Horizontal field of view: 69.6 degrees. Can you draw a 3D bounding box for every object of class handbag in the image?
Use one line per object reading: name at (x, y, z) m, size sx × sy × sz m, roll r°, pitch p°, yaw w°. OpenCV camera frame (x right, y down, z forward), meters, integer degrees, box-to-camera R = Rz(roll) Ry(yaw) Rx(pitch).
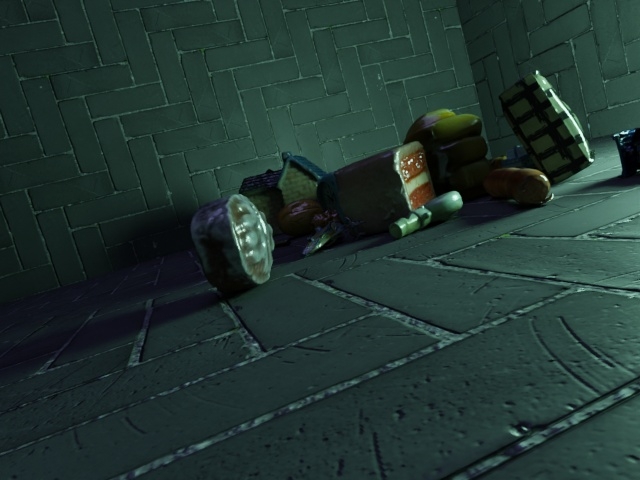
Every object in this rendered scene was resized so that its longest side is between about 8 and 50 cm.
handbag at (0.726, -0.355, 1.455) m, size 0.163 × 0.325 × 0.327 m, roll -33°, pitch -8°, yaw 36°

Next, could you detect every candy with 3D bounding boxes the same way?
candy at (-0.196, 0.007, 1.046) m, size 0.157 × 0.214 × 0.289 m, roll -18°, pitch 4°, yaw 7°

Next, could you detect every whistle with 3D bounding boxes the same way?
whistle at (0.285, -0.067, 1.217) m, size 0.258 × 0.067 × 0.126 m, roll -24°, pitch -3°, yaw -32°

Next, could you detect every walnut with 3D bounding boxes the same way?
walnut at (-0.085, -0.095, 1.938) m, size 0.207 × 0.159 × 0.159 m, roll -25°, pitch 9°, yaw -19°

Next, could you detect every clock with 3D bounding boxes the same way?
clock at (0.067, -0.181, 1.981) m, size 0.094 × 0.223 × 0.274 m, roll -18°, pitch 6°, yaw -22°

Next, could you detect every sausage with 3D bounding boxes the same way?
sausage at (0.523, -0.151, 1.251) m, size 0.095 × 0.093 × 0.419 m, roll 0°, pitch 9°, yaw 7°

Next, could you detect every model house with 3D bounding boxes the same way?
model house at (-0.161, -0.254, 2.409) m, size 0.446 × 0.399 × 0.395 m, roll -14°, pitch 9°, yaw 16°

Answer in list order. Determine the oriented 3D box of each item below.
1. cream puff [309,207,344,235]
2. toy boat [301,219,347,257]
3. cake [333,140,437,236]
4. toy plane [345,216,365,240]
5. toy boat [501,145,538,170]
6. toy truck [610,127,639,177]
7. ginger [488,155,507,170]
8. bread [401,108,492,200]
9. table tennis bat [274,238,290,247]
cream puff at (0.024, -0.052, 1.493) m, size 0.116 × 0.122 × 0.094 m, roll -38°, pitch 29°, yaw 43°
toy boat at (0.000, 0.000, 1.350) m, size 0.084 × 0.066 × 0.210 m, roll -26°, pitch 10°, yaw 40°
cake at (0.210, -0.158, 1.433) m, size 0.230 × 0.236 × 0.309 m, roll -16°, pitch 8°, yaw 29°
toy plane at (0.096, -0.039, 1.339) m, size 0.078 × 0.084 × 0.024 m, roll -40°, pitch -20°, yaw 12°
toy boat at (0.772, -0.291, 1.664) m, size 0.332 × 0.133 × 0.145 m, roll -20°, pitch 7°, yaw -35°
toy truck at (0.786, -0.217, 1.094) m, size 0.127 × 0.113 × 0.208 m, roll -18°, pitch 6°, yaw -11°
ginger at (0.563, -0.229, 1.746) m, size 0.310 × 0.107 × 0.133 m, roll -20°, pitch 23°, yaw 19°
bread at (0.431, -0.294, 1.601) m, size 0.301 × 0.340 × 0.210 m, roll -8°, pitch 1°, yaw 19°
table tennis bat at (-0.203, 0.023, 1.794) m, size 0.235 × 0.022 × 0.131 m, roll -12°, pitch 7°, yaw 42°
